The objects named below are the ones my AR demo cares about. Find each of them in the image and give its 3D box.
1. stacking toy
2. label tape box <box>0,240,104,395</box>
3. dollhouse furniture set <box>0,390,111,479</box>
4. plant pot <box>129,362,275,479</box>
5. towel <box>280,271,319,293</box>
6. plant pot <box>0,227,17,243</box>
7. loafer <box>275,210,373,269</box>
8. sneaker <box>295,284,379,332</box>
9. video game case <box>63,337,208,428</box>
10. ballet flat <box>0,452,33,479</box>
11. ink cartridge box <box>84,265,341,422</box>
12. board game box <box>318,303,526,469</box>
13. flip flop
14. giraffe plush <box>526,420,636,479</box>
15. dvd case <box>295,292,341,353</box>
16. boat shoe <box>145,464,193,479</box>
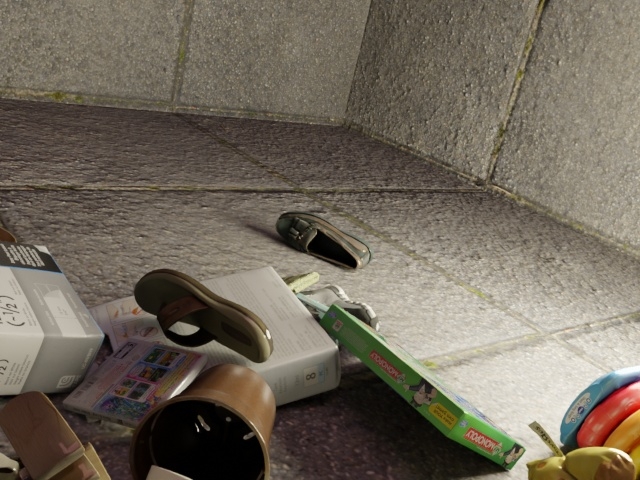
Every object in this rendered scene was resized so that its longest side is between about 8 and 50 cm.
[{"bbox_3d":[0.536,0.350,1.045,0.166,0.175,0.302,-1,37,-33],"label":"stacking toy"},{"bbox_3d":[-0.513,0.092,0.926,0.348,0.115,0.249,14,21,-48],"label":"label tape box"},{"bbox_3d":[-0.310,0.263,0.600,0.242,0.212,0.161,-33,45,-28],"label":"dollhouse furniture set"},{"bbox_3d":[-0.130,0.243,0.860,0.167,0.167,0.165,15,11,4],"label":"plant pot"},{"bbox_3d":[-0.072,0.094,1.408,0.110,0.027,0.148,-13,3,25],"label":"towel"},{"bbox_3d":[-0.706,0.013,1.289,0.236,0.032,0.236,11,19,-4],"label":"plant pot"},{"bbox_3d":[0.000,0.000,1.705,0.268,0.096,0.084,21,27,15],"label":"loafer"},{"bbox_3d":[0.012,0.152,1.321,0.132,0.086,0.229,-2,14,-25],"label":"sneaker"},{"bbox_3d":[-0.263,0.203,0.980,0.143,0.019,0.157,8,31,21],"label":"video game case"},{"bbox_3d":[-0.413,0.256,0.736,0.222,0.079,0.077,6,22,-20],"label":"ballet flat"},{"bbox_3d":[-0.203,0.181,1.133,0.385,0.091,0.308,-14,29,-20],"label":"ink cartridge box"},{"bbox_3d":[0.157,0.229,1.091,0.213,0.046,0.317,35,0,-42],"label":"board game box"},{"bbox_3d":[-0.195,0.127,1.047,0.277,0.112,0.080,22,50,29],"label":"flip flop"},{"bbox_3d":[0.301,0.353,0.852,0.170,0.181,0.210,-31,54,-34],"label":"giraffe plush"},{"bbox_3d":[-0.003,0.153,1.247,0.087,0.119,0.013,25,52,27],"label":"dvd case"},{"bbox_3d":[-0.063,0.342,0.714,0.305,0.091,0.109,23,-23,9],"label":"boat shoe"}]
